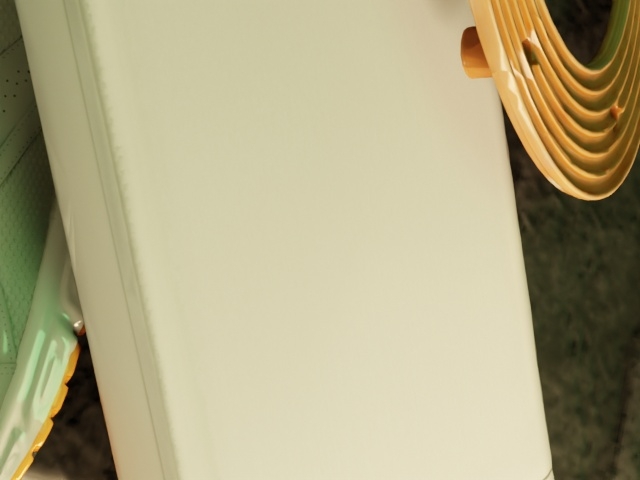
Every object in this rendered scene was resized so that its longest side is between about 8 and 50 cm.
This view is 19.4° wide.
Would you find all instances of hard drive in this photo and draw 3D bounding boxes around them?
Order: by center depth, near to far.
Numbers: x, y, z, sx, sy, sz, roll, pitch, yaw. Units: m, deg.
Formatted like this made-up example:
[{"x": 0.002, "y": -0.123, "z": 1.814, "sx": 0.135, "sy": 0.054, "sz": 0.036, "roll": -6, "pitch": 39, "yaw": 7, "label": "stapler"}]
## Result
[{"x": 0.000, "y": 0.000, "z": 0.737, "sx": 0.233, "sy": 0.047, "sz": 0.353, "roll": -27, "pitch": 112, "yaw": -47, "label": "hard drive"}]

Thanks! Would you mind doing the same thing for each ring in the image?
[{"x": 0.098, "y": -0.185, "z": 0.826, "sx": 0.336, "sy": 0.032, "sz": 0.336, "roll": -3, "pitch": 90, "yaw": -67, "label": "ring"}]

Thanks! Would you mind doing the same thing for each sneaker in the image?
[{"x": -0.138, "y": -0.018, "z": 0.719, "sx": 0.121, "sy": 0.099, "sz": 0.262, "roll": 15, "pitch": 75, "yaw": -9, "label": "sneaker"}]
